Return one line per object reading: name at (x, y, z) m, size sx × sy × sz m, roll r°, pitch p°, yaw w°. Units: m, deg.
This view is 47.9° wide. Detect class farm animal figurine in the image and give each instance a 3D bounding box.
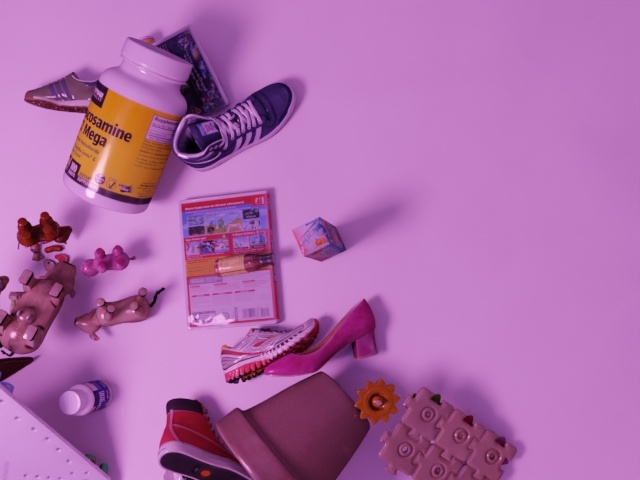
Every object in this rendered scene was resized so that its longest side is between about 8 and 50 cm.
farm animal figurine at (-0.559, 0.123, 1.544) m, size 0.330 × 0.172 × 0.327 m, roll 41°, pitch 66°, yaw 5°

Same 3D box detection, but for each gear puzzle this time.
gear puzzle at (0.200, 0.381, 1.380) m, size 0.339 × 0.044 × 0.175 m, roll 35°, pitch 85°, yaw -11°

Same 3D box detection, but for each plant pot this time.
plant pot at (-0.036, 0.382, 1.402) m, size 0.229 × 0.263 × 0.263 m, roll -41°, pitch 78°, yaw -12°

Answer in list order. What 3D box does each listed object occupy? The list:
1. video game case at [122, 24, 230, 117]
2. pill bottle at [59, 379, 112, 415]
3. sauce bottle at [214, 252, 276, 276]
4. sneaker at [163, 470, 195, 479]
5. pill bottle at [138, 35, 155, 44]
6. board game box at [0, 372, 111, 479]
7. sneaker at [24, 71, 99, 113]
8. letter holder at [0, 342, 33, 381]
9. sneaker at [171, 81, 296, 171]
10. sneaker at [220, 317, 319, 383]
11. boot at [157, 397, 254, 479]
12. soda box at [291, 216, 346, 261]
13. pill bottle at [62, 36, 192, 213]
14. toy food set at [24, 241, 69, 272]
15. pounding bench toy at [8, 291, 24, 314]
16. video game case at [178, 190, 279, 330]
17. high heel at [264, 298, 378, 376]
video game case at (-0.316, -0.348, 1.584) m, size 0.173 × 0.022 × 0.190 m, roll -25°, pitch 97°, yaw 10°
pill bottle at (-0.505, 0.339, 1.547) m, size 0.067 × 0.120 × 0.067 m, roll -1°, pitch 86°, yaw 12°
sauce bottle at (-0.157, 0.049, 1.509) m, size 0.128 × 0.042 × 0.042 m, roll -8°, pitch 84°, yaw 10°
sneaker at (-0.308, 0.530, 1.507) m, size 0.121 × 0.099 × 0.262 m, roll -15°, pitch 82°, yaw 15°
pill bottle at (-0.380, -0.412, 1.614) m, size 0.043 × 0.043 × 0.083 m, roll -24°, pitch 82°, yaw 9°
board game box at (-0.705, 0.460, 1.494) m, size 0.390 × 0.050 × 0.390 m, roll -25°, pitch 125°, yaw 9°
sneaker at (-0.576, -0.342, 1.646) m, size 0.192 × 0.064 × 0.086 m, roll 9°, pitch 80°, yaw 12°
letter holder at (-0.789, 0.245, 1.521) m, size 0.215 × 0.302 × 0.152 m, roll -29°, pitch 80°, yaw 8°
sneaker at (-0.183, -0.245, 1.504) m, size 0.282 × 0.153 × 0.099 m, roll -34°, pitch 80°, yaw 8°
sneaker at (-0.108, 0.211, 1.490) m, size 0.225 × 0.088 × 0.092 m, roll -25°, pitch 70°, yaw 3°
boot at (-0.219, 0.423, 1.500) m, size 0.244 × 0.176 × 0.088 m, roll 35°, pitch 114°, yaw -24°
soda box at (0.000, 0.000, 1.432) m, size 0.063 × 0.183 × 0.058 m, roll -25°, pitch 81°, yaw 8°
pill bottle at (-0.394, -0.239, 1.504) m, size 0.188 × 0.188 × 0.333 m, roll 28°, pitch 103°, yaw 13°
toy food set at (-0.623, 0.027, 1.646) m, size 0.122 × 0.019 × 0.078 m, roll 36°, pitch 94°, yaw 12°
pounding bench toy at (-0.674, 0.151, 1.615) m, size 0.052 × 0.083 × 0.065 m, roll 10°, pitch 87°, yaw 12°
video game case at (-0.199, 0.044, 1.553) m, size 0.204 × 0.025 × 0.285 m, roll -6°, pitch 85°, yaw 12°
high heel at (-0.002, 0.197, 1.437) m, size 0.244 × 0.082 × 0.117 m, roll -12°, pitch 91°, yaw -12°
